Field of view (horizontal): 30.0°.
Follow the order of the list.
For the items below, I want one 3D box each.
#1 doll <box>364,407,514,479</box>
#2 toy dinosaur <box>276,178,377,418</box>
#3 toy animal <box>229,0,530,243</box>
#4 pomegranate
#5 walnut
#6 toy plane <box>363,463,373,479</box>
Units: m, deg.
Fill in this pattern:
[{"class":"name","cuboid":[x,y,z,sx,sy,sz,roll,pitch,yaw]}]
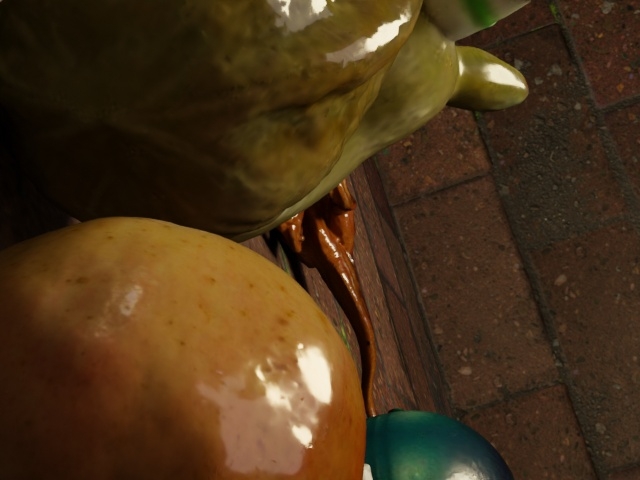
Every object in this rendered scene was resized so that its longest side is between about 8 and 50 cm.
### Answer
[{"class":"doll","cuboid":[0.080,0.271,0.958,0.198,0.186,0.322,60,17,-50]},{"class":"toy dinosaur","cuboid":[0.000,0.000,1.341,0.208,0.097,0.432,74,5,-65]},{"class":"toy animal","cuboid":[0.007,-0.136,0.900,0.180,0.363,0.181,59,-1,27]},{"class":"pomegranate","cuboid":[-0.076,0.081,0.451,0.191,0.191,0.191,-19,90,-81]},{"class":"walnut","cuboid":[-0.069,-0.129,0.685,0.283,0.283,0.227,-95,-179,-58]},{"class":"toy plane","cuboid":[-0.030,0.177,0.737,0.244,0.117,0.245,40,42,-49]}]
